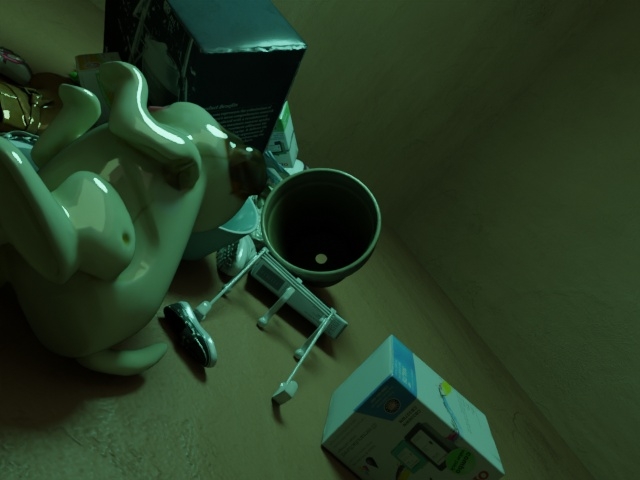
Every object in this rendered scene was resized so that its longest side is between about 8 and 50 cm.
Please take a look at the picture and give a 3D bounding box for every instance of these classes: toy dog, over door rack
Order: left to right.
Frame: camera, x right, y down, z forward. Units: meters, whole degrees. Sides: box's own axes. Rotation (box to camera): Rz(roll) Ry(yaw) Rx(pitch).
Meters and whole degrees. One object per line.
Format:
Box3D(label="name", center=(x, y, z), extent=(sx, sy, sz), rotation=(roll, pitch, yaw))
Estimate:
Box3D(label="toy dog", center=(-0.250, -0.057, 0.693), extent=(0.395, 0.284, 0.408), rotation=(57, 41, -16))
Box3D(label="over door rack", center=(-0.117, 0.169, 1.012), extent=(0.239, 0.108, 0.324), rotation=(41, 28, -1))

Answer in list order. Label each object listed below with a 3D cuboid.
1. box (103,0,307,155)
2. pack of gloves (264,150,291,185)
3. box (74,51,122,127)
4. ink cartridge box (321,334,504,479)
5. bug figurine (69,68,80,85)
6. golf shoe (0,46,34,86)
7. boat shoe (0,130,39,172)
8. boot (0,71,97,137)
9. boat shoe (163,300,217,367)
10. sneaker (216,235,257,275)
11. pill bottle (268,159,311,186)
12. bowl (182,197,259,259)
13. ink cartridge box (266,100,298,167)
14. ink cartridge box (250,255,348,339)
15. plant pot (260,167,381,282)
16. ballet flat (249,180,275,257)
Box3D(label="box", center=(-0.339, -0.460, 1.275), extent=(0.297, 0.472, 0.480), rotation=(-20, 66, -38))
Box3D(label="pack of gloves", center=(-0.175, -0.225, 1.526), extent=(0.195, 0.046, 0.232), rotation=(25, -16, 46))
Box3D(label="box", center=(-0.529, -0.347, 1.201), extent=(0.103, 0.203, 0.114), rotation=(-14, 41, -20))
Box3D(label="ink cartridge box", center=(0.176, 0.372, 0.948), extent=(0.270, 0.198, 0.197), rotation=(41, 13, -1))
Box3D(label="bug figurine", center=(-0.682, -0.497, 1.551), extent=(0.216, 0.072, 0.279), rotation=(27, 24, -28))
Box3D(label="golf shoe", center=(-0.773, -0.425, 1.128), extent=(0.186, 0.067, 0.086), rotation=(40, 45, -26))
Box3D(label="boat shoe", center=(-0.508, -0.133, 0.823), extent=(0.105, 0.113, 0.306), rotation=(35, 11, 2))
Box3D(label="boot", center=(-0.637, -0.300, 1.046), extent=(0.283, 0.109, 0.220), rotation=(54, 21, 19))
Box3D(label="boat shoe", center=(-0.226, 0.163, 0.827), extent=(0.040, 0.049, 0.142), rotation=(-5, 43, -45))
Box3D(label="sneaker", center=(-0.203, 0.030, 1.224), extent=(0.095, 0.090, 0.235), rotation=(46, 12, -24))
Box3D(label="pill bottle", center=(-0.082, -0.172, 1.872), extent=(0.392, 0.224, 0.224), rotation=(35, 15, -25))
Box3D(label="bowl", center=(-0.306, -0.076, 1.055), extent=(0.311, 0.163, 0.311), rotation=(40, 18, -16))
Box3D(label="ink cartridge box", center=(-0.172, -0.339, 1.565), extent=(0.219, 0.160, 0.092), rotation=(77, 19, -53))
Box3D(label="ink cartridge box", center=(-0.069, 0.140, 1.297), extent=(0.275, 0.060, 0.239), rotation=(39, -5, -8))
Box3D(label="plant pot", center=(0.000, 0.000, 1.393), extent=(0.323, 0.323, 0.280), rotation=(46, -17, 19))
Box3D(label="ballet flat", center=(-0.179, -0.096, 1.557), extent=(0.147, 0.147, 0.409), rotation=(34, 16, -28))
